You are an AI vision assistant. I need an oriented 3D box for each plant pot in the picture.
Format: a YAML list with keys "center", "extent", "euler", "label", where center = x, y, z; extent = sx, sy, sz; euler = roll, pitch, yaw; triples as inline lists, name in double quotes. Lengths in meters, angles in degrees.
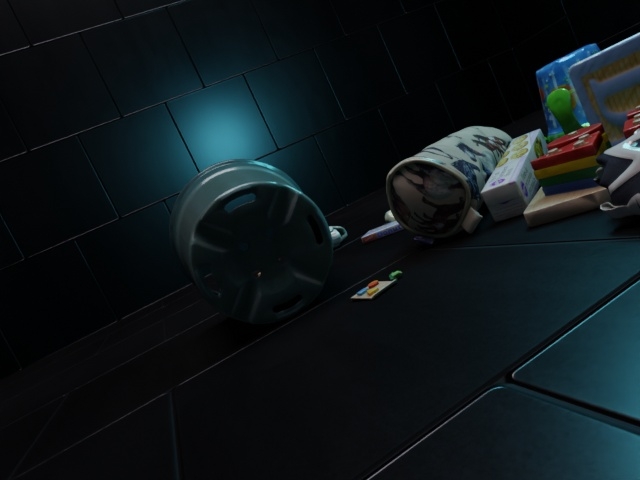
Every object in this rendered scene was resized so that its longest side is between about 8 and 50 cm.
- center: [-0.140, 0.003, 0.964]
  extent: [0.341, 0.341, 0.334]
  euler: [-26, 14, -10]
  label: "plant pot"

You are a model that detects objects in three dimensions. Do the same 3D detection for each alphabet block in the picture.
- center: [0.628, -0.300, 0.902]
  extent: [0.197, 0.194, 0.192]
  euler: [-30, 9, -40]
  label: "alphabet block"

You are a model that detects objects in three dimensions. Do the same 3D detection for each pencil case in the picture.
- center: [0.296, -0.131, 0.989]
  extent: [0.410, 0.183, 0.160]
  euler: [-32, -20, -50]
  label: "pencil case"

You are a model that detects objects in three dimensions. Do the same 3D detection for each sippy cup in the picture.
- center: [0.737, -0.421, 1.346]
  extent: [0.239, 0.224, 0.305]
  euler: [-23, 6, 13]
  label: "sippy cup"

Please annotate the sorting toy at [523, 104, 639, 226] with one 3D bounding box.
- center: [0.448, -0.136, 0.710]
  extent: [0.255, 0.090, 0.257]
  euler: [-21, 8, 39]
  label: "sorting toy"

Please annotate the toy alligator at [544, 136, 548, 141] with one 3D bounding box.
- center: [0.576, -0.253, 1.367]
  extent: [0.189, 0.056, 0.051]
  euler: [-22, -36, -14]
  label: "toy alligator"

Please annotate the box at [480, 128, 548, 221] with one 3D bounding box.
- center: [0.388, -0.136, 0.915]
  extent: [0.067, 0.063, 0.324]
  euler: [-22, 14, 40]
  label: "box"

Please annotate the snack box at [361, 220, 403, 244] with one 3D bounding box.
- center: [0.194, -0.036, 1.224]
  extent: [0.178, 0.022, 0.064]
  euler: [-22, 8, 29]
  label: "snack box"

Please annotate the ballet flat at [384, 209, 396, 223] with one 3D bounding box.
- center: [0.255, -0.085, 1.325]
  extent: [0.168, 0.057, 0.052]
  euler: [-32, 36, -21]
  label: "ballet flat"

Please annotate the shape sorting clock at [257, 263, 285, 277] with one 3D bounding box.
- center: [-0.164, 0.111, 1.342]
  extent: [0.206, 0.040, 0.206]
  euler: [-25, 6, 3]
  label: "shape sorting clock"

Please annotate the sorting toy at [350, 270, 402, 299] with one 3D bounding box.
- center: [0.093, 0.071, 0.755]
  extent: [0.083, 0.012, 0.062]
  euler: [-30, 7, -33]
  label: "sorting toy"

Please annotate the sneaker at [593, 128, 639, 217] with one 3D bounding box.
- center: [0.393, -0.116, 0.540]
  extent: [0.235, 0.094, 0.153]
  euler: [-64, 14, -19]
  label: "sneaker"

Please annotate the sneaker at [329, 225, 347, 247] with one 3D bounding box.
- center: [0.000, 0.000, 1.412]
  extent: [0.115, 0.091, 0.232]
  euler: [-17, 11, 37]
  label: "sneaker"
